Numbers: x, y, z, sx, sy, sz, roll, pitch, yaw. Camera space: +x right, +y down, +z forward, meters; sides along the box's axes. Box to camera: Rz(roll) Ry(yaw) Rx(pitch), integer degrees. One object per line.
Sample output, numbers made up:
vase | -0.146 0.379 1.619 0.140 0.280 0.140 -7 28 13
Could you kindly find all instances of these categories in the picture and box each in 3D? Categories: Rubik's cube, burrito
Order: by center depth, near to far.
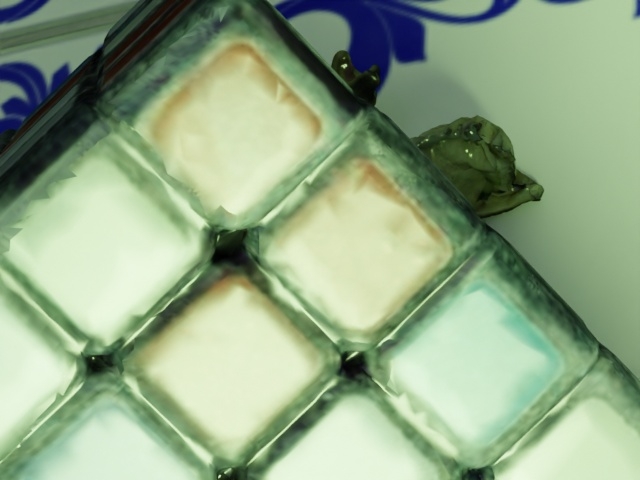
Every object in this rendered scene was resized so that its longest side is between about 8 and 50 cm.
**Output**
Rubik's cube | -0.046 0.089 0.679 0.292 0.287 0.293 -44 12 4
burrito | 0.001 0.000 0.907 0.229 0.063 0.058 -24 85 16

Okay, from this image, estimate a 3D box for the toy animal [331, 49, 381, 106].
toy animal | -0.070 -0.047 0.963 0.219 0.103 0.101 -39 72 5
